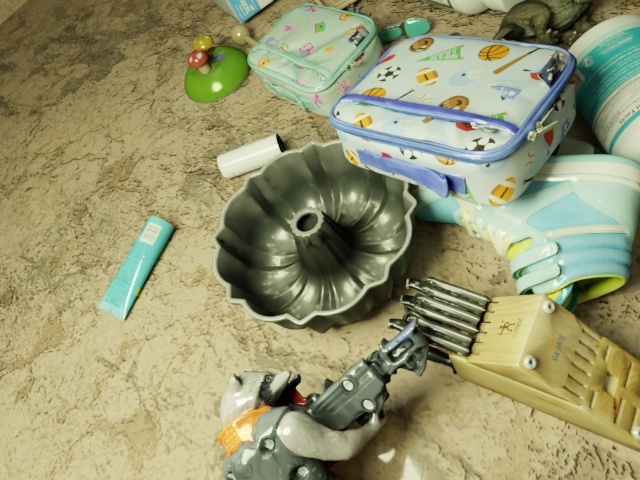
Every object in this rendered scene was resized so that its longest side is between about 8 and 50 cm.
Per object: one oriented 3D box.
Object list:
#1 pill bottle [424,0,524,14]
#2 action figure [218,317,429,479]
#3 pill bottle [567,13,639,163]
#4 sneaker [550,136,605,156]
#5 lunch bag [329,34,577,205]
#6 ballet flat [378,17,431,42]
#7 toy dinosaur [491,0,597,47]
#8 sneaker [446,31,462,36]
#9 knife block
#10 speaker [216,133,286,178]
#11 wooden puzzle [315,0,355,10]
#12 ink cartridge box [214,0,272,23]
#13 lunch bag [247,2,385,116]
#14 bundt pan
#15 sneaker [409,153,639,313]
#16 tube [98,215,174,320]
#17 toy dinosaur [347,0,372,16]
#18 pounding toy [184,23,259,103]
[{"bbox_3d":[0.282,-0.572,0.971,0.176,0.176,0.318,-43,53,-7],"label":"pill bottle"},{"bbox_3d":[0.020,0.252,0.516,0.330,0.179,0.341,40,107,20],"label":"action figure"},{"bbox_3d":[0.460,-0.185,0.665,0.146,0.146,0.263,-19,54,11],"label":"pill bottle"},{"bbox_3d":[0.289,-0.144,0.738,0.272,0.108,0.100,17,66,30],"label":"sneaker"},{"bbox_3d":[0.175,-0.172,0.647,0.304,0.114,0.243,25,63,40],"label":"lunch bag"},{"bbox_3d":[0.183,-0.463,1.033,0.115,0.041,0.041,-5,58,20],"label":"ballet flat"},{"bbox_3d":[0.416,-0.409,0.868,0.314,0.121,0.160,-38,40,2],"label":"toy dinosaur"},{"bbox_3d":[0.230,-0.318,0.889,0.118,0.083,0.221,-18,53,12],"label":"sneaker"},{"bbox_3d":[0.230,0.145,0.606,0.276,0.242,0.088,33,72,-11],"label":"knife block"},{"bbox_3d":[-0.140,-0.172,0.974,0.136,0.055,0.055,-18,54,13],"label":"speaker"},{"bbox_3d":[0.082,-0.670,1.211,0.239,0.044,0.220,-26,52,1],"label":"wooden puzzle"},{"bbox_3d":[-0.163,-0.768,1.312,0.308,0.129,0.223,-37,45,-1],"label":"ink cartridge box"},{"bbox_3d":[-0.013,-0.394,1.028,0.279,0.107,0.224,34,77,36],"label":"lunch bag"},{"bbox_3d":[0.000,0.000,0.760,0.331,0.124,0.330,-11,57,17],"label":"bundt pan"},{"bbox_3d":[0.257,-0.002,0.654,0.319,0.127,0.208,0,70,37],"label":"sneaker"},{"bbox_3d":[-0.363,0.051,0.937,0.080,0.052,0.206,14,71,35],"label":"tube"},{"bbox_3d":[0.093,-0.530,1.127,0.090,0.047,0.082,-38,54,42],"label":"toy dinosaur"},{"bbox_3d":[-0.259,-0.461,1.178,0.237,0.110,0.183,-40,53,-4],"label":"pounding toy"}]
